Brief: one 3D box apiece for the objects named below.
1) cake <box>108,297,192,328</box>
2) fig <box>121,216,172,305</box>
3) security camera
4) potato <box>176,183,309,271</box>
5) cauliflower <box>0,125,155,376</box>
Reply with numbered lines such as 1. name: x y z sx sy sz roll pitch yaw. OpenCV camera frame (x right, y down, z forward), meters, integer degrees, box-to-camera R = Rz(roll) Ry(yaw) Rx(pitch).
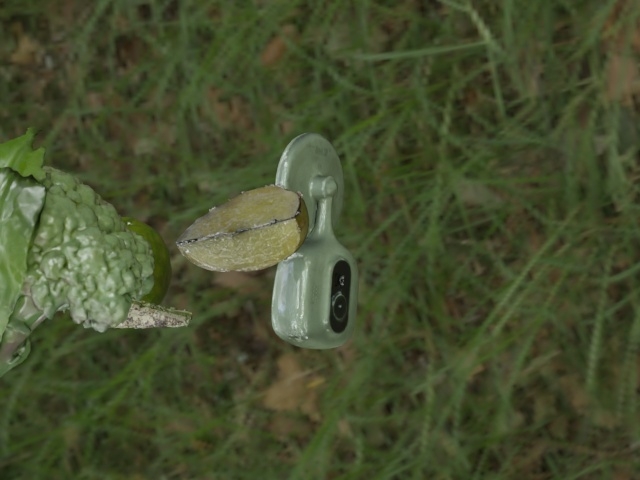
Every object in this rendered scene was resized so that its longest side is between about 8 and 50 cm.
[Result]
1. cake: -0.251 0.109 2.079 0.140 0.051 0.055 16 106 5
2. fig: -0.327 0.031 2.375 0.167 0.167 0.233 34 152 31
3. security camera: 0.000 0.000 2.047 0.080 0.157 0.302 1 87 35
4. potato: -0.090 -0.005 1.931 0.172 0.101 0.089 -16 123 14
5. cauliflower: -0.308 0.047 1.409 0.239 0.256 0.315 22 87 61
